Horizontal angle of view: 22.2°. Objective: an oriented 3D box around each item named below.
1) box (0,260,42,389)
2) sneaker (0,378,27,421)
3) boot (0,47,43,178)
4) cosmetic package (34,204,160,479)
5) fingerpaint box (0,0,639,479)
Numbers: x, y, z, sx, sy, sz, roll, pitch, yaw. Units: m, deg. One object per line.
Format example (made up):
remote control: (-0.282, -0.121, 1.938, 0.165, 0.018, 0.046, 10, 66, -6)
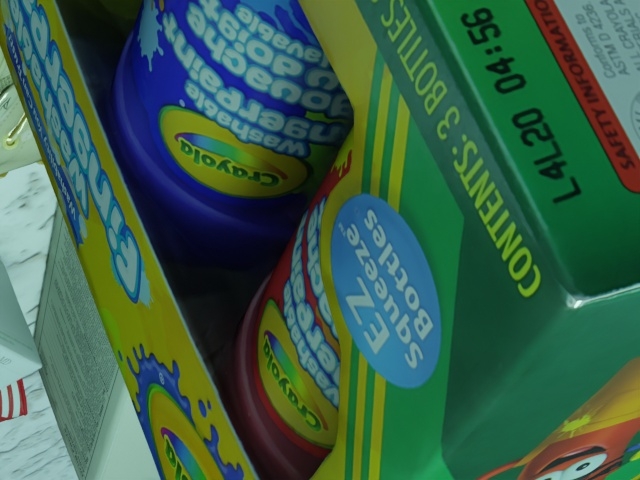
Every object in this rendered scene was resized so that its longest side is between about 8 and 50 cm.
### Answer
box: (-0.276, 0.060, 1.195, 0.087, 0.102, 0.101, -29, 156, 6)
sneaker: (-0.328, 0.171, 1.414, 0.128, 0.087, 0.221, 0, 148, -43)
boot: (-0.187, -0.066, 1.022, 0.203, 0.095, 0.262, -4, 145, -43)
cosmetic package: (-0.143, 0.074, 1.290, 0.113, 0.160, 0.309, -16, 157, -22)
fingerpaint box: (-0.003, -0.090, 0.689, 0.163, 0.444, 0.371, -12, 155, -25)
